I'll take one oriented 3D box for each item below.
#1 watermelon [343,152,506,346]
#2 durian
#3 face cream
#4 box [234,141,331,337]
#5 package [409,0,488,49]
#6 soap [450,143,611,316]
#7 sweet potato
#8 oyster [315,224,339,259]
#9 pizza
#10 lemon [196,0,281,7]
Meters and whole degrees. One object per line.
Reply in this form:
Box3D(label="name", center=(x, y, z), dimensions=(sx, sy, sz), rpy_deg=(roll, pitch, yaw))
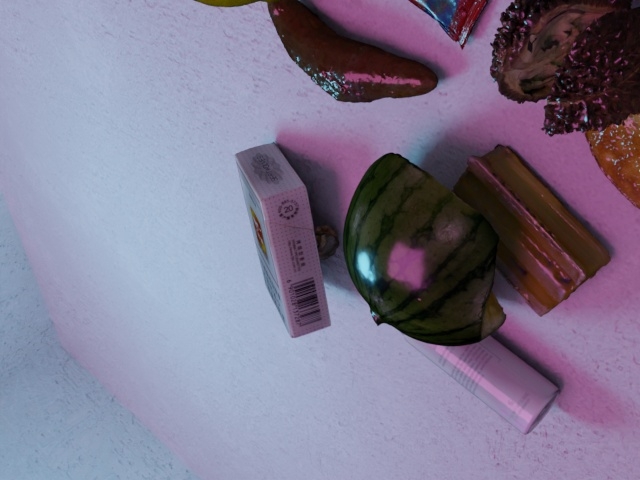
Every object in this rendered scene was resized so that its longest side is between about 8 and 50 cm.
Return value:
Box3D(label="watermelon", center=(0.135, 0.035, 1.164), dimensions=(0.331, 0.189, 0.331), rpy_deg=(46, 165, 16))
Box3D(label="durian", center=(0.288, -0.210, 0.836), dimensions=(0.196, 0.196, 0.167), rpy_deg=(48, 176, 13))
Box3D(label="face cream", center=(0.241, 0.186, 1.324), dimensions=(0.345, 0.102, 0.102), rpy_deg=(39, 144, 26))
Box3D(label="box", center=(-0.074, 0.000, 1.519), dimensions=(0.210, 0.095, 0.330), rpy_deg=(-124, 19, -55))
Box3D(label="package", center=(0.141, -0.352, 1.051), dimensions=(0.200, 0.022, 0.083), rpy_deg=(46, 147, 19))
Box3D(label="soap", center=(0.288, -0.017, 1.102), dimensions=(0.233, 0.076, 0.135), rpy_deg=(48, 148, 15))
Box3D(label="sweet potato", center=(0.034, -0.277, 1.196), dimensions=(0.341, 0.092, 0.114), rpy_deg=(36, 126, 28))
Box3D(label="oyster", center=(0.000, 0.000, 1.518), dimensions=(0.083, 0.080, 0.038), rpy_deg=(-42, 48, 34))
Box3D(label="pizza", center=(0.383, -0.118, 0.909), dimensions=(0.134, 0.046, 0.175), rpy_deg=(1, 119, 55))
Box3D(label="lemon", center=(-0.147, -0.476, 1.109), dimensions=(0.310, 0.258, 0.258), rpy_deg=(49, 148, 0))
